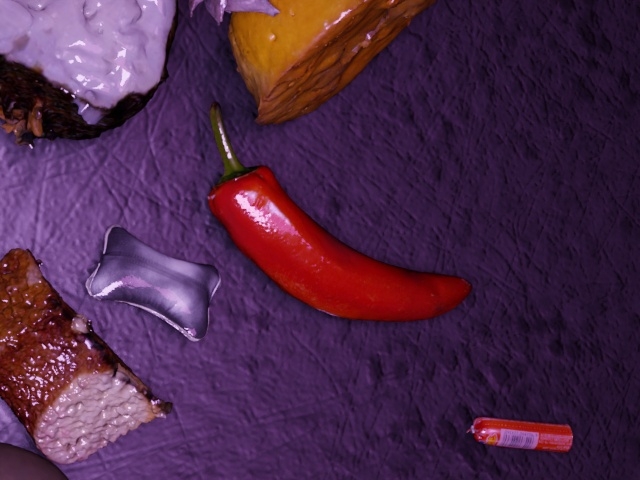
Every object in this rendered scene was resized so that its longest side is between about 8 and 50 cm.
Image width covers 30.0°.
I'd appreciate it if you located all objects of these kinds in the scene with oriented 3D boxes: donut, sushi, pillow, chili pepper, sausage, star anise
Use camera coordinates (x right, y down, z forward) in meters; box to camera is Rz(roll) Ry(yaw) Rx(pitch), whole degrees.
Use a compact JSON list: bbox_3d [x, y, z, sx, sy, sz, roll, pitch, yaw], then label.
[{"bbox_3d":[0.022,-0.240,1.220,0.277,0.277,0.108,-33,84,-20],"label":"donut"},{"bbox_3d":[-0.309,-0.207,1.110,0.348,0.207,0.234,29,66,-18],"label":"sushi"},{"bbox_3d":[-0.168,0.043,1.227,0.135,0.055,0.091,28,74,-18],"label":"pillow"},{"bbox_3d":[0.002,0.008,1.291,0.368,0.092,0.137,36,55,-22],"label":"chili pepper"},{"bbox_3d":[-0.258,0.120,1.162,0.126,0.144,0.186,-40,130,-13],"label":"donut"},{"bbox_3d":[0.227,0.223,1.378,0.129,0.034,0.034,8,83,-20],"label":"sausage"},{"bbox_3d":[-0.094,-0.242,1.102,0.129,0.056,0.124,33,43,-11],"label":"star anise"}]

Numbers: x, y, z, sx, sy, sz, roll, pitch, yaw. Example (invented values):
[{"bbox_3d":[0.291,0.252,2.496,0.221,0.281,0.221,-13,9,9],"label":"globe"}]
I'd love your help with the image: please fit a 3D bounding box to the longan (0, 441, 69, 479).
[{"bbox_3d":[-0.322,0.277,1.080,0.212,0.198,0.198,-37,99,-2],"label":"longan"}]
